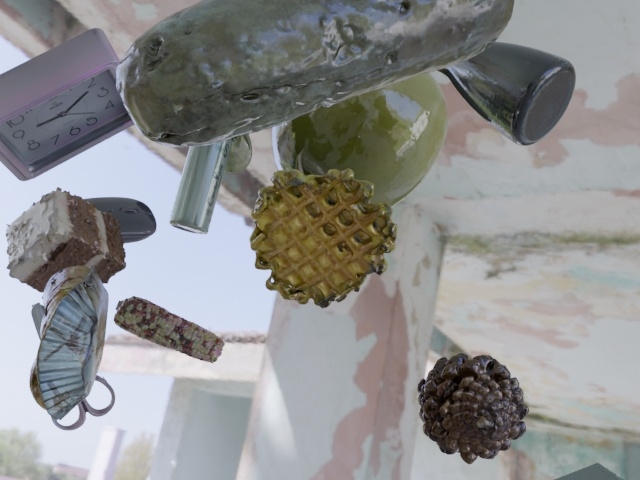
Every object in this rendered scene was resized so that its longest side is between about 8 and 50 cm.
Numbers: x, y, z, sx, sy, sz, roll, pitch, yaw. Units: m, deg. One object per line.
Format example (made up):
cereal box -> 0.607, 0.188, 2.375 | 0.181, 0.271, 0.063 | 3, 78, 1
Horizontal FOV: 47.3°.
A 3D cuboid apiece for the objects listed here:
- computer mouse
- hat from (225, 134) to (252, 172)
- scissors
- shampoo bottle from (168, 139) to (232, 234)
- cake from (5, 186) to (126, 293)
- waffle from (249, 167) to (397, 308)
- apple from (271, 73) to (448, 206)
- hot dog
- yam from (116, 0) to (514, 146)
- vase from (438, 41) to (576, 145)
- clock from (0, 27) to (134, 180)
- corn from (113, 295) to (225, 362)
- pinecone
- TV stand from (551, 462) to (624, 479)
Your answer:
computer mouse -> -0.424, -0.031, 1.358 | 0.232, 0.120, 0.057 | -9, -47, -22
hat -> -0.226, -0.292, 1.739 | 0.252, 0.110, 0.252 | 29, -36, 23
scissors -> -0.476, 0.226, 1.347 | 0.118, 0.242, 0.030 | -26, 3, -22
shampoo bottle -> -0.245, -0.148, 1.539 | 0.085, 0.262, 0.085 | 13, -10, 2
cake -> -0.411, 0.008, 1.172 | 0.135, 0.134, 0.147 | -39, -46, 13
waffle -> -0.001, 0.001, 1.258 | 0.262, 0.060, 0.280 | 12, -60, 16
apple -> 0.094, -0.284, 1.904 | 0.474, 0.473, 0.473 | 10, -20, 4
hot dog -> -0.305, 0.116, 0.884 | 0.082, 0.162, 0.270 | 4, 4, -14
yam -> -0.006, -0.164, 0.598 | 0.330, 0.133, 0.133 | -26, -9, -21
vase -> 0.316, -0.328, 1.422 | 0.321, 0.173, 0.173 | 40, -3, 34
clock -> -0.339, -0.171, 0.950 | 0.197, 0.063, 0.150 | -30, -18, -9
corn -> -0.371, 0.219, 1.787 | 0.281, 0.092, 0.092 | 24, -21, 1
pinecone -> 0.217, 0.241, 1.083 | 0.174, 0.173, 0.173 | 10, -20, 4
TV stand -> 0.248, 0.349, 0.667 | 0.088, 0.269, 0.083 | -13, 17, -19
